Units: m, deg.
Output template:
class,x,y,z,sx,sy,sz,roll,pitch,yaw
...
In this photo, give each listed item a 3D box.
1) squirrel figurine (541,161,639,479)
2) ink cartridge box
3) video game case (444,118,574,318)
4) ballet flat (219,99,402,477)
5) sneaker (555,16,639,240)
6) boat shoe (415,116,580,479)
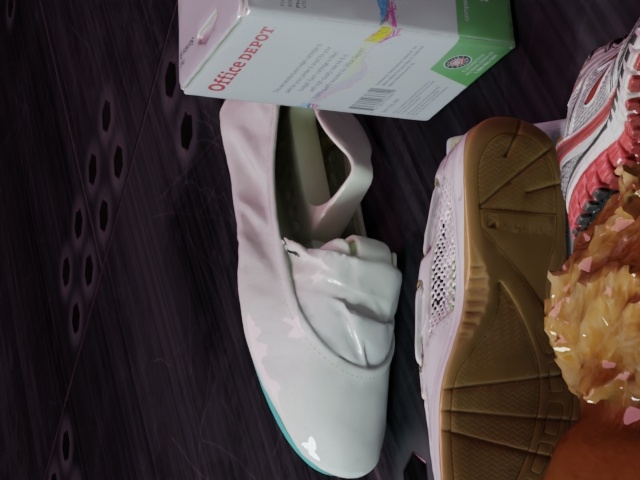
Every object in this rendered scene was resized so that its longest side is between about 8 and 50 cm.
class,x,y,z,sx,sy,sz,roll,pitch,yaw
squirrel figurine,0.242,0.127,0.553,0.370,0.281,0.396,-4,87,61
ink cartridge box,0.014,-0.165,1.190,0.154,0.212,0.093,142,127,-62
video game case,0.140,0.026,1.118,0.193,0.023,0.212,178,93,-67
ballet flat,0.000,0.000,1.348,0.139,0.139,0.400,120,146,-48
sneaker,0.189,-0.096,0.924,0.225,0.088,0.092,115,150,-43
boat shoe,0.108,0.063,1.044,0.096,0.098,0.277,152,127,-65
